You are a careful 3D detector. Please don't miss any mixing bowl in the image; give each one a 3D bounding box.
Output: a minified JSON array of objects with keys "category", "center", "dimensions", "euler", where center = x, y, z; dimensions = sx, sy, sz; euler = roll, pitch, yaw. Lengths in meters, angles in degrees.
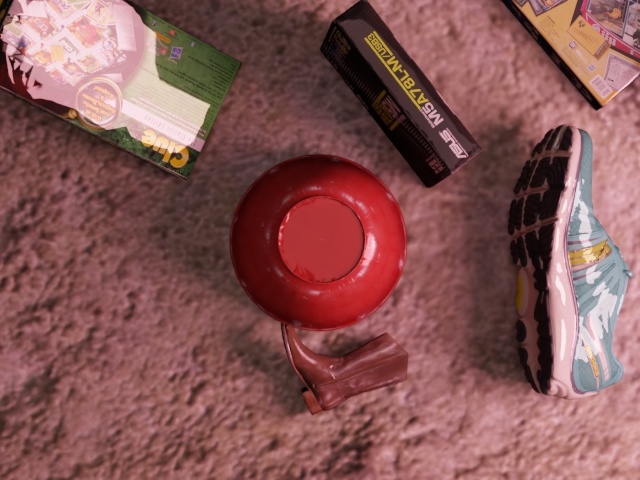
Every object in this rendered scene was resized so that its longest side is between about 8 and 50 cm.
[{"category":"mixing bowl","center":[0.000,0.000,1.934],"dimensions":[0.181,0.098,0.181],"euler":[0,88,-2]}]

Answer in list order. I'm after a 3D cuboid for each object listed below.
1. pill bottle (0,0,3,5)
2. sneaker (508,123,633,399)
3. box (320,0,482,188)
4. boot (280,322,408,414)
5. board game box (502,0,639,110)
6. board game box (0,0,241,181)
[{"category":"pill bottle","center":[-0.306,-0.287,1.921],"dimensions":[0.117,0.117,0.215],"euler":[-17,89,-2]},{"category":"sneaker","center":[0.255,0.021,1.956],"dimensions":[0.110,0.107,0.275],"euler":[-2,93,-21]},{"category":"box","center":[0.075,-0.139,1.894],"dimensions":[0.045,0.191,0.184],"euler":[-36,91,-5]},{"category":"boot","center":[0.026,0.111,1.958],"dimensions":[0.114,0.037,0.106],"euler":[-22,109,1]},{"category":"board game box","center":[0.266,-0.277,1.978],"dimensions":[0.165,0.042,0.243],"euler":[-40,90,-2]},{"category":"board game box","center":[-0.205,-0.168,1.895],"dimensions":[0.260,0.030,0.136],"euler":[27,84,-37]}]
